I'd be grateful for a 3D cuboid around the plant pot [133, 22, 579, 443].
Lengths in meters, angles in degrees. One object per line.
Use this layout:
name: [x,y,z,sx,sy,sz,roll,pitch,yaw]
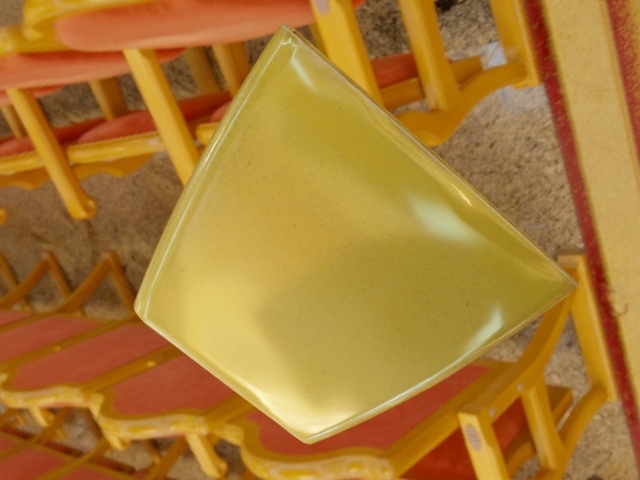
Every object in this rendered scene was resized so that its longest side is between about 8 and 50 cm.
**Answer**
plant pot: [0.000,0.000,0.503,0.212,0.212,0.187,40,102,-11]
